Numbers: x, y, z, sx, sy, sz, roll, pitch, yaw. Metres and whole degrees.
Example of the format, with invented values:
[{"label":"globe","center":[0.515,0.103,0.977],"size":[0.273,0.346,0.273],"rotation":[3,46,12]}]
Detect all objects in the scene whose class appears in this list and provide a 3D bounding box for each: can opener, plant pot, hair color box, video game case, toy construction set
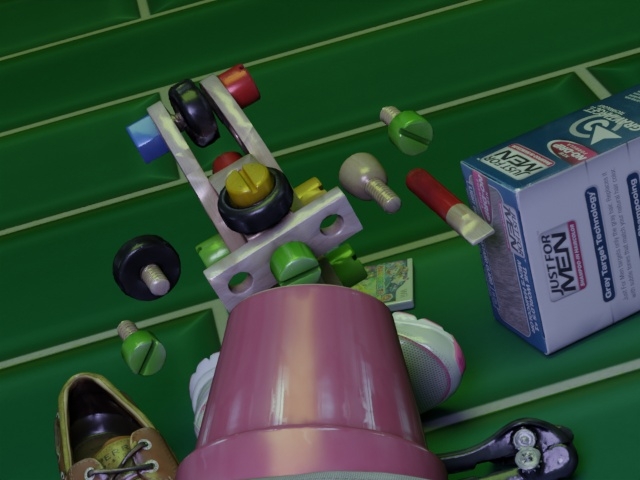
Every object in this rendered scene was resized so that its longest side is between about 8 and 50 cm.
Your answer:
[{"label":"can opener","center":[0.115,0.188,1.329],"size":[0.186,0.073,0.059],"rotation":[-17,65,2]},{"label":"plant pot","center":[-0.006,0.139,1.237],"size":[0.201,0.201,0.180],"rotation":[-8,60,14]},{"label":"hair color box","center":[0.313,-0.050,1.543],"size":[0.347,0.174,0.105],"rotation":[-23,27,-18]},{"label":"video game case","center":[0.033,0.052,1.668],"size":[0.122,0.011,0.087],"rotation":[-10,26,8]},{"label":"toy construction set","center":[0.000,0.000,1.373],"size":[0.308,0.257,0.237],"rotation":[-11,28,-20]}]

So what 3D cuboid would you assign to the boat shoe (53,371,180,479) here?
[{"label":"boat shoe","center":[-0.162,0.209,1.357],"size":[0.110,0.104,0.307],"rotation":[-23,28,-16]}]

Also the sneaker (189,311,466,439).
[{"label":"sneaker","center":[0.003,0.142,1.424],"size":[0.252,0.103,0.111],"rotation":[-17,26,15]}]

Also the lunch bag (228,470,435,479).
[{"label":"lunch bag","center":[-0.048,0.245,0.988],"size":[0.287,0.169,0.235],"rotation":[4,19,21]}]
